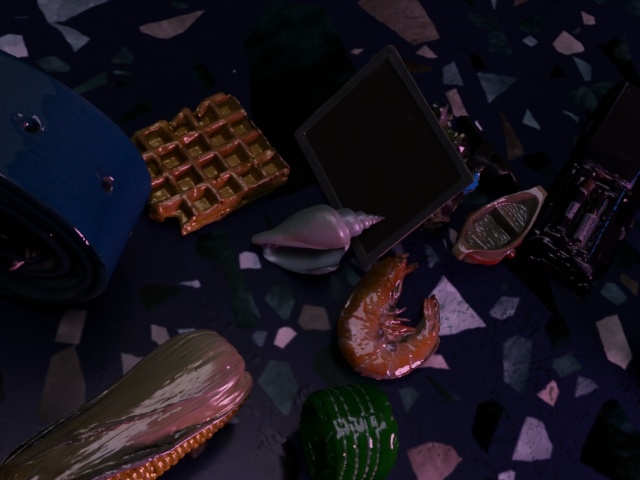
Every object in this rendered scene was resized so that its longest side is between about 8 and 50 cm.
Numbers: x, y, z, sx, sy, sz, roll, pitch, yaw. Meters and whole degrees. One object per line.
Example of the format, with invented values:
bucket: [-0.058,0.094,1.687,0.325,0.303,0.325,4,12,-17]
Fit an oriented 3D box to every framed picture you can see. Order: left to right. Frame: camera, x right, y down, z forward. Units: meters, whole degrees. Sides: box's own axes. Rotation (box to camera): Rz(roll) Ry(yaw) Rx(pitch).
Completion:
framed picture: [0.080,-0.115,1.290,0.014,0.197,0.252,16,41,-51]

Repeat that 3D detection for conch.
conch: [0.000,-0.003,1.259,0.180,0.065,0.088,-14,96,4]

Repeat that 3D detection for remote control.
remote control: [0.428,-0.098,1.432,0.145,0.062,0.399,31,57,7]

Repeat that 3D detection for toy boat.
toy boat: [0.242,-0.014,1.327,0.185,0.071,0.089,-33,72,-28]

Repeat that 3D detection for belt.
belt: [-0.415,-0.089,1.070,0.437,0.300,0.173,18,56,-3]

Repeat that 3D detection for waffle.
waffle: [-0.172,-0.101,1.287,0.211,0.055,0.160,-28,70,-26]

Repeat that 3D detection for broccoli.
broccoli: [0.159,-0.102,1.309,0.154,0.160,0.167,45,66,-13]

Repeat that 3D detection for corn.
corn: [-0.214,0.209,1.044,0.305,0.122,0.123,-35,71,-27]

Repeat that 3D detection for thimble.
thimble: [0.030,0.225,1.095,0.090,0.130,0.118,-7,42,-19]

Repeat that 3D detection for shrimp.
shrimp: [0.095,0.099,1.241,0.132,0.051,0.187,32,64,-8]

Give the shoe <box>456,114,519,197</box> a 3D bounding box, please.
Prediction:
shoe: [0.229,-0.117,1.396,0.053,0.062,0.159,-17,59,-19]
